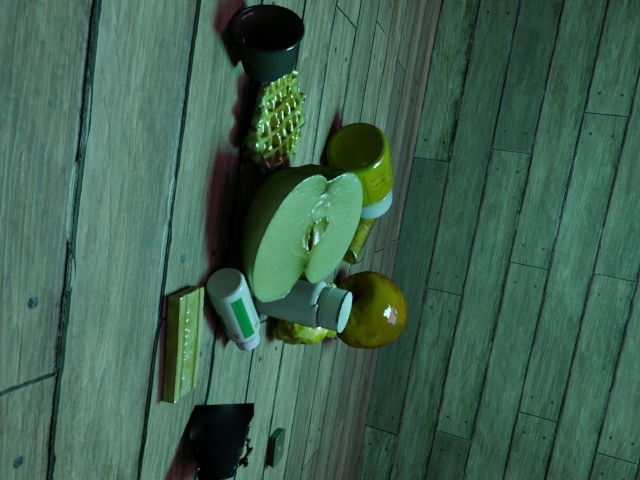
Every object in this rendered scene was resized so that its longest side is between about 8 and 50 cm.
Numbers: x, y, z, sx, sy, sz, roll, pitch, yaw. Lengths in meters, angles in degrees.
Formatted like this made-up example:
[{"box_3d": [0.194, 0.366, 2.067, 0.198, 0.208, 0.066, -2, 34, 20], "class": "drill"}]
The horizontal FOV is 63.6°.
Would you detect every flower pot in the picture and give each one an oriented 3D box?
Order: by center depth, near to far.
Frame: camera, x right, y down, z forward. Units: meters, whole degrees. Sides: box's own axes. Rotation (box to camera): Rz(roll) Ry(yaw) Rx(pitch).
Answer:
[{"box_3d": [-0.116, -0.422, 1.128, 0.106, 0.158, 0.157, 100, 11, -58], "class": "flower pot"}]

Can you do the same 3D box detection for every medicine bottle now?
[{"box_3d": [-0.208, 0.181, 1.287, 0.259, 0.095, 0.095, 81, 27, -46], "class": "medicine bottle"}, {"box_3d": [-0.048, 0.175, 1.504, 0.143, 0.258, 0.143, 12, 90, -72], "class": "medicine bottle"}, {"box_3d": [0.162, -0.247, 1.940, 0.384, 0.225, 0.224, 63, 42, -62], "class": "medicine bottle"}]

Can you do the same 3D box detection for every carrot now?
[{"box_3d": [0.165, -0.041, 2.273, 0.114, 0.114, 0.301, 78, 32, -51], "class": "carrot"}]

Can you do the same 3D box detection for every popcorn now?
[{"box_3d": [-0.042, 0.235, 1.691, 0.254, 0.190, 0.191, -7, 97, -30], "class": "popcorn"}]

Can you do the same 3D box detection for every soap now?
[{"box_3d": [-0.300, 0.227, 1.129, 0.092, 0.037, 0.251, -28, 128, -66], "class": "soap"}]

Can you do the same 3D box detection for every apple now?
[{"box_3d": [-0.041, -0.031, 1.325, 0.320, 0.312, 0.360, -94, -163, -61], "class": "apple"}]

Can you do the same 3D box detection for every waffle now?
[{"box_3d": [-0.111, -0.306, 1.323, 0.317, 0.073, 0.296, 38, 64, -73], "class": "waffle"}]

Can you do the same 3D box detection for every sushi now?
[{"box_3d": [-0.246, 0.516, 1.307, 0.150, 0.153, 0.172, 106, -18, -61], "class": "sushi"}]

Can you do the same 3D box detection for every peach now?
[{"box_3d": [0.207, 0.314, 2.251, 0.301, 0.343, 0.342, 50, 50, -40], "class": "peach"}]

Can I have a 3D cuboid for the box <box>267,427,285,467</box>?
[{"box_3d": [-0.162, 0.755, 1.887, 0.091, 0.031, 0.125, -29, 127, -67], "class": "box"}]
